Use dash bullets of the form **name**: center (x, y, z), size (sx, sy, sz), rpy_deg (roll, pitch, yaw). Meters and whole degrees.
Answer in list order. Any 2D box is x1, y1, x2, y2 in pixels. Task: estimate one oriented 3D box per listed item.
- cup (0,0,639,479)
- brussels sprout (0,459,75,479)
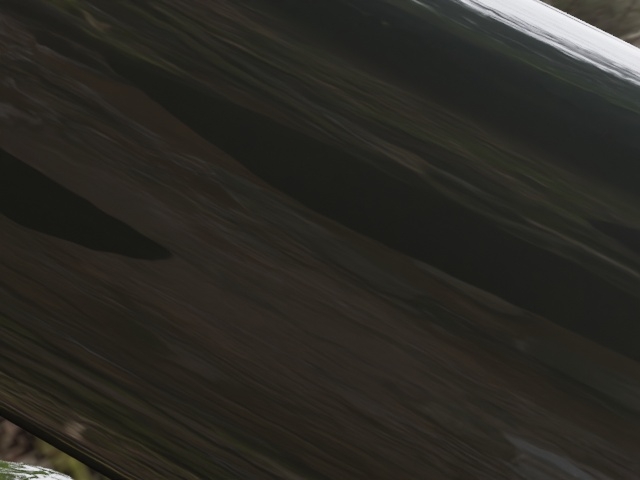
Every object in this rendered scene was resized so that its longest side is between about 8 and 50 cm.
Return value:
- **cup**: center (0.000, 0.000, 0.613), size (0.312, 0.205, 0.205), rpy_deg (28, -65, 4)
- **brussels sprout**: center (-0.227, 0.252, 1.115), size (0.210, 0.271, 0.219), rpy_deg (15, -36, 27)
